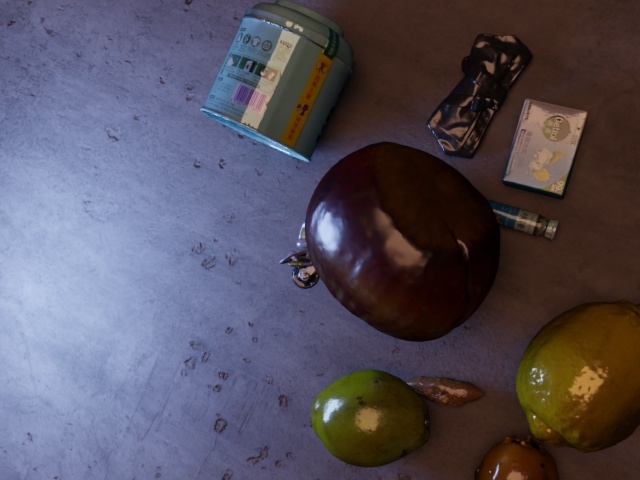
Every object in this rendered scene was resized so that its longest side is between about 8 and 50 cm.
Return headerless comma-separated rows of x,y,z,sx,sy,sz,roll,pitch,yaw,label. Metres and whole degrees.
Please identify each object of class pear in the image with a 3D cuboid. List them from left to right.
0.110,0.392,1.783,0.269,0.212,0.212,1,84,25,pear

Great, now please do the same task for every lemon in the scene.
0.548,0.270,1.647,0.285,0.285,0.316,8,66,16,lemon

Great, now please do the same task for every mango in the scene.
0.415,0.558,1.708,0.201,0.152,0.287,0,87,5,mango

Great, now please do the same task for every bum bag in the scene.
0.359,-0.337,1.859,0.137,0.074,0.310,30,93,7,bum bag

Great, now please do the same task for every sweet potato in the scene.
0.267,0.338,1.821,0.206,0.060,0.068,5,54,26,sweet potato

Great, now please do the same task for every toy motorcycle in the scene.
0.000,0.000,1.922,0.225,0.073,0.152,-40,84,-1,toy motorcycle

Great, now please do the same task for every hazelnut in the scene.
0.180,-0.007,1.735,0.429,0.402,0.402,38,95,10,hazelnut

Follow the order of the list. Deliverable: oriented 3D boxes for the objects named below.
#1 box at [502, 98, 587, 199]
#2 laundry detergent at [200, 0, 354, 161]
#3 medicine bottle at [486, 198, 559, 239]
0.500,-0.202,1.803,0.139,0.073,0.194,16,89,17,box
-0.088,-0.379,1.877,0.287,0.287,0.305,26,92,17,laundry detergent
0.436,-0.050,1.817,0.191,0.051,0.051,17,89,17,medicine bottle
